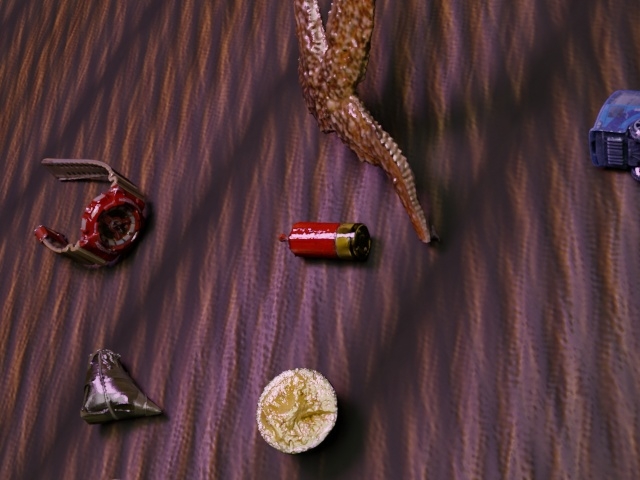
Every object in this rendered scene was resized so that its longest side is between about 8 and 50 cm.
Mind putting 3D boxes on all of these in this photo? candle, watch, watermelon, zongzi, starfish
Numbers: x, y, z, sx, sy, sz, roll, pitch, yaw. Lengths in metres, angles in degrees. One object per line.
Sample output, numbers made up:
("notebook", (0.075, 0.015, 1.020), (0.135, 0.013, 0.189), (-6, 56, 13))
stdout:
("candle", (0.000, 0.000, 1.043), (0.131, 0.052, 0.052), (1, 65, 29))
("watch", (-0.400, -0.051, 1.259), (0.268, 0.102, 0.164), (8, 69, 39))
("watermelon", (-0.023, 0.211, 0.932), (0.106, 0.062, 0.105), (-8, 62, 15))
("zongzi", (-0.273, 0.198, 1.077), (0.119, 0.055, 0.109), (-9, 58, 9))
("starfish", (0.045, -0.245, 1.037), (0.132, 0.383, 0.398), (-9, 31, -14))

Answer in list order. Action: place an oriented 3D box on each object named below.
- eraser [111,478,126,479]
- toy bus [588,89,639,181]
("eraser", (-0.274, 0.401, 0.959), (0.117, 0.058, 0.172), (-26, 55, 13))
("toy bus", (0.437, -0.116, 0.874), (0.237, 0.079, 0.094), (11, 54, 31))
